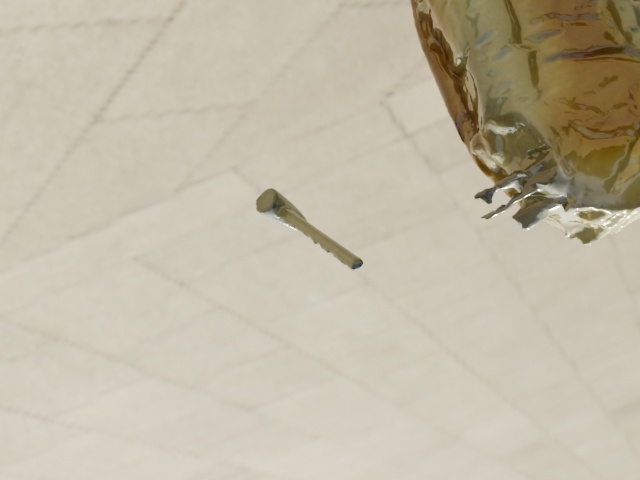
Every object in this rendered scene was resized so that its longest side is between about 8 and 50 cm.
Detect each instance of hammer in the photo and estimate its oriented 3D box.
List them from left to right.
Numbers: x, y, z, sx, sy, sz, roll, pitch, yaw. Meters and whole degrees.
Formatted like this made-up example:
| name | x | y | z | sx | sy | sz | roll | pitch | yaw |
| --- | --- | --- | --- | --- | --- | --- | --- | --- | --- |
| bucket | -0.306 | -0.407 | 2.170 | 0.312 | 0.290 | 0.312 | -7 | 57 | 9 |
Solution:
| name | x | y | z | sx | sy | sz | roll | pitch | yaw |
| --- | --- | --- | --- | --- | --- | --- | --- | --- | --- |
| hammer | 0.000 | 0.000 | 1.565 | 0.060 | 0.195 | 0.028 | 35 | 91 | -32 |

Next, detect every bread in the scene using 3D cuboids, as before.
| name | x | y | z | sx | sy | sz | roll | pitch | yaw |
| --- | --- | --- | --- | --- | --- | --- | --- | --- | --- |
| bread | 0.228 | -0.183 | 1.620 | 0.236 | 0.388 | 0.183 | -11 | 165 | -18 |
